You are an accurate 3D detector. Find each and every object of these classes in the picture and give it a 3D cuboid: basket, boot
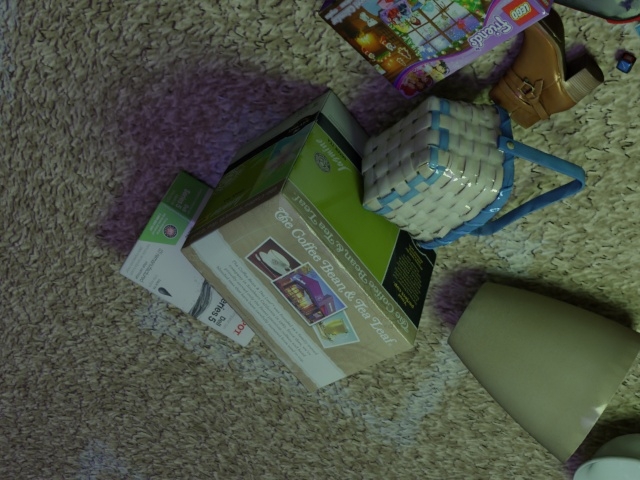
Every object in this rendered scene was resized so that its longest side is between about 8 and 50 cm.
[{"bbox_3d":[0.230,-0.097,1.708,0.289,0.201,0.255,25,146,-27],"label":"basket"},{"bbox_3d":[0.310,-0.265,1.656,0.152,0.073,0.197,-33,106,38],"label":"boot"}]

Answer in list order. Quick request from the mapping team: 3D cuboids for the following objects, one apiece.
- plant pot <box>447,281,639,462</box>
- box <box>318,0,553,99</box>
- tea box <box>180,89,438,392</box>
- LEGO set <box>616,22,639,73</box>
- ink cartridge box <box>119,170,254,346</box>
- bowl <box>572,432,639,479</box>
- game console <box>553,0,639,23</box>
[{"bbox_3d":[0.364,0.196,1.876,0.274,0.256,0.256,32,128,11],"label":"plant pot"},{"bbox_3d":[0.163,-0.343,1.592,0.201,0.057,0.293,40,141,-20],"label":"box"},{"bbox_3d":[0.000,0.000,1.769,0.220,0.323,0.329,-28,112,30],"label":"tea box"},{"bbox_3d":[0.553,-0.271,1.576,0.244,0.060,0.182,-26,107,46],"label":"LEGO set"},{"bbox_3d":[-0.191,0.036,1.976,0.273,0.114,0.198,31,126,-7],"label":"ink cartridge box"},{"bbox_3d":[0.621,0.441,1.997,0.298,0.134,0.297,23,145,17],"label":"bowl"},{"bbox_3d":[0.332,-0.495,1.503,0.387,0.060,0.341,18,124,2],"label":"game console"}]
